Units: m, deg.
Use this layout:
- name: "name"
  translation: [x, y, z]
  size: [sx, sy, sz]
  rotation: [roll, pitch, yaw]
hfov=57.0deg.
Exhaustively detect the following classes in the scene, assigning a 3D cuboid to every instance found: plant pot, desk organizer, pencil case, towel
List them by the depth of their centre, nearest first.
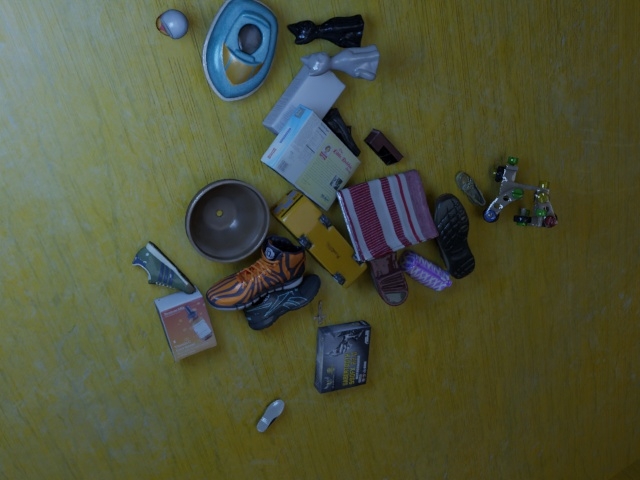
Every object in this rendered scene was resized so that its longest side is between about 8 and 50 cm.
- name: "plant pot"
  translation: [-0.272, -0.065, 1.659]
  size: [0.237, 0.109, 0.238]
  rotation: [-10, 112, -25]
- name: "desk organizer"
  translation: [0.199, -0.289, 1.855]
  size: [0.130, 0.047, 0.050]
  rotation: [41, 89, -31]
- name: "towel"
  translation: [0.219, -0.083, 1.857]
  size: [0.328, 0.037, 0.237]
  rotation: [-17, 88, -32]
- name: "pencil case"
  translation: [0.365, 0.109, 2.054]
  size: [0.206, 0.088, 0.086]
  rotation: [27, 92, -30]

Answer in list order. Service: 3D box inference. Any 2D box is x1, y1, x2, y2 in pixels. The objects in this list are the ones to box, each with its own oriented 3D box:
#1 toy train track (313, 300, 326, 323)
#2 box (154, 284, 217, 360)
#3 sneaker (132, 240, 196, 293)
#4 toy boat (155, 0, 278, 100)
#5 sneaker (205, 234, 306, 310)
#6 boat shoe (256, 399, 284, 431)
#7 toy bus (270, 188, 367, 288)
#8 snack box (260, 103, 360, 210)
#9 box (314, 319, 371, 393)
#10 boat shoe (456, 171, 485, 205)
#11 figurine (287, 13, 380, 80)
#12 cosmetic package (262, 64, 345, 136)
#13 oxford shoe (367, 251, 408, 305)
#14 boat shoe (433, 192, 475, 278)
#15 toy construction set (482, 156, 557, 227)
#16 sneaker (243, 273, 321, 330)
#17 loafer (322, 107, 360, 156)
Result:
- name: "toy train track"
  translation: [0.001, 0.241, 1.959]
  size: [0.048, 0.014, 0.083]
  rotation: [-7, 110, -25]
- name: "box"
  translation: [-0.392, 0.239, 1.715]
  size: [0.130, 0.091, 0.171]
  rotation: [-20, 116, -19]
- name: "sneaker"
  translation: [-0.445, 0.096, 1.654]
  size: [0.086, 0.064, 0.192]
  rotation: [-42, 112, -5]
- name: "toy boat"
  translation: [-0.257, -0.500, 1.490]
  size: [0.318, 0.148, 0.268]
  rotation: [11, 102, -30]
- name: "sneaker"
  translation: [-0.185, 0.079, 1.717]
  size: [0.321, 0.124, 0.180]
  rotation: [-22, 142, -30]
- name: "boat shoe"
  translation: [-0.166, 0.589, 1.984]
  size: [0.046, 0.038, 0.125]
  rotation: [34, 83, 10]
- name: "toy bus"
  translation: [0.000, 0.000, 1.806]
  size: [0.108, 0.130, 0.333]
  rotation: [-46, 121, -6]
- name: "snack box"
  translation: [-0.017, -0.227, 1.688]
  size: [0.187, 0.060, 0.322]
  rotation: [-55, 146, 0]
- name: "box"
  translation: [0.076, 0.399, 2.028]
  size: [0.182, 0.056, 0.231]
  rotation: [-5, 109, -26]
- name: "boat shoe"
  translation: [0.527, -0.179, 2.056]
  size: [0.056, 0.048, 0.153]
  rotation: [-43, 121, -7]
- name: "figurine"
  translation: [0.033, -0.523, 1.608]
  size: [0.209, 0.215, 0.092]
  rotation: [-8, 148, -19]
- name: "cosmetic package"
  translation: [-0.048, -0.385, 1.676]
  size: [0.117, 0.085, 0.231]
  rotation: [38, 87, -32]
- name: "oxford shoe"
  translation: [0.188, 0.041, 1.932]
  size: [0.122, 0.130, 0.349]
  rotation: [-12, 93, -10]
- name: "boat shoe"
  translation: [0.440, -0.018, 2.030]
  size: [0.122, 0.120, 0.324]
  rotation: [-20, 120, -6]
- name: "toy construction set"
  translation: [0.733, -0.170, 2.087]
  size: [0.308, 0.257, 0.238]
  rotation: [1, 95, -48]
- name: "sneaker"
  translation: [-0.118, 0.172, 1.826]
  size: [0.267, 0.101, 0.106]
  rotation: [-32, 117, -14]
- name: "loafer"
  translation: [0.074, -0.323, 1.773]
  size: [0.061, 0.062, 0.170]
  rotation: [-49, 123, -9]
